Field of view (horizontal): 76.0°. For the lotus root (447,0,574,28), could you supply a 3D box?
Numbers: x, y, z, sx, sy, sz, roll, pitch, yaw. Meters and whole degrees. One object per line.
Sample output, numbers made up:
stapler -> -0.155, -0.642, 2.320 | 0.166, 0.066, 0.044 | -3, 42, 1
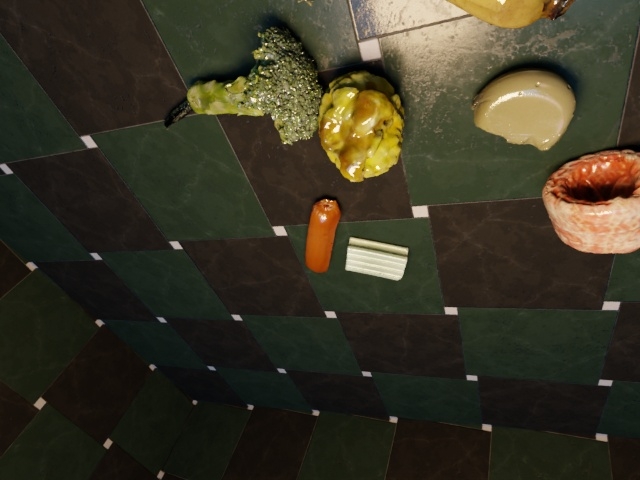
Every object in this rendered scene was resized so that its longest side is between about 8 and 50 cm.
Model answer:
lotus root -> 0.319, -0.480, 0.726 | 0.285, 0.146, 0.160 | 28, 157, 0

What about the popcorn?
popcorn -> 0.093, -0.257, 0.963 | 0.206, 0.251, 0.236 | 5, 140, 7

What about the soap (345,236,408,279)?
soap -> 0.189, 0.062, 1.390 | 0.198, 0.066, 0.118 | 11, 139, 9

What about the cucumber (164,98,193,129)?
cucumber -> -0.415, -0.367, 1.188 | 0.164, 0.043, 0.038 | -19, 88, 32

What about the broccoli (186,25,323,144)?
broccoli -> -0.176, -0.375, 1.000 | 0.362, 0.221, 0.252 | 15, 163, 12

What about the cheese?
cheese -> 0.443, -0.295, 0.911 | 0.203, 0.091, 0.175 | 13, 138, 9

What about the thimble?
thimble -> 0.663, -0.088, 0.950 | 0.240, 0.239, 0.162 | -13, 128, 31

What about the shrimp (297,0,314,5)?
shrimp -> -0.079, -0.633, 0.766 | 0.247, 0.085, 0.360 | -13, 125, 22

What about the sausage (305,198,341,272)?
sausage -> -0.001, 0.000, 1.375 | 0.097, 0.093, 0.348 | 18, 138, 7
